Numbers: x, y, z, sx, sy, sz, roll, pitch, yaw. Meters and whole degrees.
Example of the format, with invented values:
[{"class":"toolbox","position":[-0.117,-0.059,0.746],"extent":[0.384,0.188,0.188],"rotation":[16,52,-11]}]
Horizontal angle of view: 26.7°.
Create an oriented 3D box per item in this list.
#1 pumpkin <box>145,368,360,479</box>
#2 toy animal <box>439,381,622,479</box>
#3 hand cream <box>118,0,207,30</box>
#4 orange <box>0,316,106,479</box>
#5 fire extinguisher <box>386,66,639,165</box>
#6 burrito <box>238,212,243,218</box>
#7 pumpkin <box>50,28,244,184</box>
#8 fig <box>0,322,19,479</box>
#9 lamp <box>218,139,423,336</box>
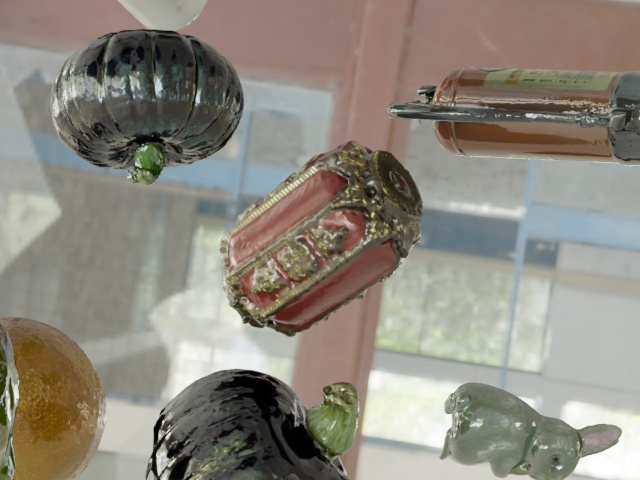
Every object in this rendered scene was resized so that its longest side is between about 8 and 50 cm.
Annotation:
[{"class":"pumpkin","position":[-0.053,0.278,1.620],"extent":[0.296,0.295,0.296],"rotation":[8,179,0]},{"class":"toy animal","position":[0.295,0.276,1.872],"extent":[0.251,0.125,0.127],"rotation":[12,180,0]},{"class":"hand cream","position":[-0.272,-0.419,1.817],"extent":[0.118,0.185,0.358],"rotation":[25,168,33]},{"class":"orange","position":[-0.438,0.241,1.880],"extent":[0.274,0.274,0.274],"rotation":[8,179,0]},{"class":"fire extinguisher","position":[0.236,-0.164,1.639],"extent":[0.376,0.113,0.200],"rotation":[6,167,34]},{"class":"burrito","position":[-0.021,0.007,2.073],"extent":[0.226,0.087,0.060],"rotation":[42,149,-12]},{"class":"pumpkin","position":[-0.174,-0.139,1.358],"extent":[0.194,0.150,0.194],"rotation":[2,-168,-1]},{"class":"fig","position":[-0.405,0.167,1.448],"extent":[0.167,0.233,0.167],"rotation":[8,-139,-7]},{"class":"lamp","position":[0.000,0.000,1.666],"extent":[0.274,0.177,0.177],"rotation":[-37,153,29]}]
